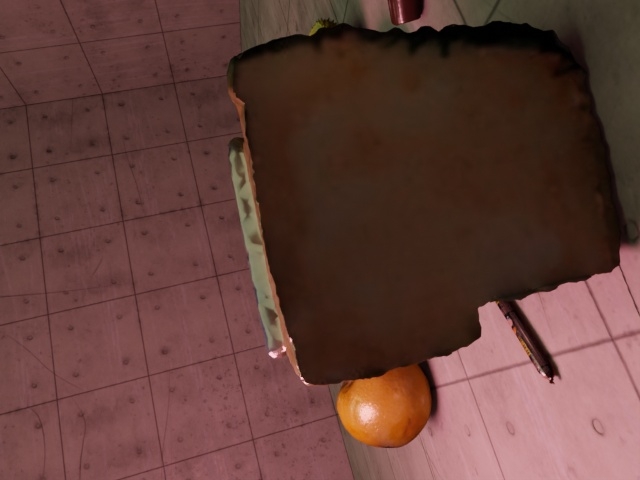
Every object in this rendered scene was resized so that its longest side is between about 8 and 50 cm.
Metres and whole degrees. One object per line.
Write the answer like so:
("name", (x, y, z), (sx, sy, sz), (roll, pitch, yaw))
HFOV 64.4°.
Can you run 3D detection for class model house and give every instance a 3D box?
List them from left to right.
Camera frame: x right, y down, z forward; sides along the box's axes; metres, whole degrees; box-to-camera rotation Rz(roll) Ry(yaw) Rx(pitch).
("model house", (0.099, -0.055, 0.753), (0.400, 0.445, 0.395), (150, 106, -78))

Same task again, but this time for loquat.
("loquat", (0.173, 0.427, 1.390), (0.263, 0.263, 0.263), (167, 90, -78))

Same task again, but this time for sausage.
("sausage", (0.341, 0.154, 0.864), (0.028, 0.025, 0.198), (96, 159, -50))

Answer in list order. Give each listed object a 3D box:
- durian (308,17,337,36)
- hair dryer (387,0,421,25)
("durian", (0.022, -0.447, 1.318), (0.200, 0.176, 0.237), (-37, 39, 29))
("hair dryer", (0.121, -0.623, 0.975), (0.340, 0.123, 0.312), (-99, -5, -46))
